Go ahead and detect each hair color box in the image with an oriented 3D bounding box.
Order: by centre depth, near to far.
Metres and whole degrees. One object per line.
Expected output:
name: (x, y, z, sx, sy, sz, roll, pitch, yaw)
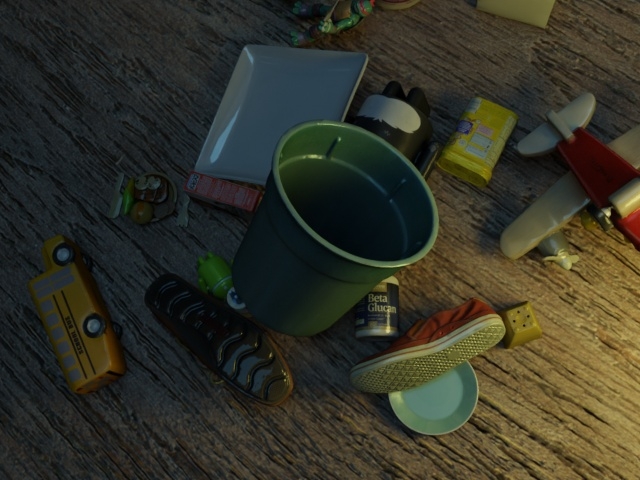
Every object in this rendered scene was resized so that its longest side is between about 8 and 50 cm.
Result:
hair color box: (-0.213, -0.097, 1.842, 0.167, 0.093, 0.053, 19, 77, 12)

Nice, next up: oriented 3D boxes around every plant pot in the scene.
plant pot: (0.000, 0.000, 1.611, 0.341, 0.334, 0.341, 16, 49, -19)
plant pot: (0.411, 0.169, 1.701, 0.081, 0.083, 0.081, -19, 73, 0)

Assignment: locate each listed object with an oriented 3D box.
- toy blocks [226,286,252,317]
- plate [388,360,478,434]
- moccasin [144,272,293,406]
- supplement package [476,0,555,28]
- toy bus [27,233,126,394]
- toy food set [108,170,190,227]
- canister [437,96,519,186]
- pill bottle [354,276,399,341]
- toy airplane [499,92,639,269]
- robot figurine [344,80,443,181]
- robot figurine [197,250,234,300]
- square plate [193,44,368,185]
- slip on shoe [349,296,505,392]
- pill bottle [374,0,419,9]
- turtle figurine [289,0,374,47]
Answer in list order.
toy blocks: (-0.132, 0.118, 1.743, 0.123, 0.148, 0.054, -12, 74, 3)
plate: (0.233, 0.310, 1.713, 0.188, 0.024, 0.188, -2, 75, 6)
moccasin: (-0.213, 0.219, 1.735, 0.380, 0.147, 0.139, 29, 71, 19)
supplement package: (0.487, -0.672, 1.882, 0.177, 0.175, 0.293, 19, 77, 10)
toy bus: (-0.535, 0.158, 1.800, 0.130, 0.108, 0.333, -28, 74, 0)
toy food set: (-0.392, -0.099, 1.891, 0.192, 0.038, 0.133, 6, 75, 8)
canister: (0.350, -0.221, 1.824, 0.126, 0.073, 0.170, 27, 78, 13)
pill bottle: (0.119, 0.124, 1.741, 0.094, 0.094, 0.170, -1, 74, 6)
toy airplane: (0.587, -0.116, 1.698, 0.386, 0.272, 0.385, -2, 58, 44)
robot figurine: (0.138, -0.205, 1.796, 0.173, 0.209, 0.278, 33, 77, -23)
robot figurine: (-0.225, 0.080, 1.807, 0.101, 0.067, 0.115, -30, 71, -26)
square plate: (-0.086, -0.275, 1.858, 0.344, 0.049, 0.347, 12, 75, 31)
slip on shoe: (0.210, 0.216, 1.681, 0.331, 0.123, 0.101, -26, 46, 1)
pill bottle: (0.169, -0.667, 1.850, 0.169, 0.301, 0.169, -1, 75, 6)
turtle figurine: (0.036, -0.526, 1.892, 0.234, 0.118, 0.175, -10, 50, 41)
